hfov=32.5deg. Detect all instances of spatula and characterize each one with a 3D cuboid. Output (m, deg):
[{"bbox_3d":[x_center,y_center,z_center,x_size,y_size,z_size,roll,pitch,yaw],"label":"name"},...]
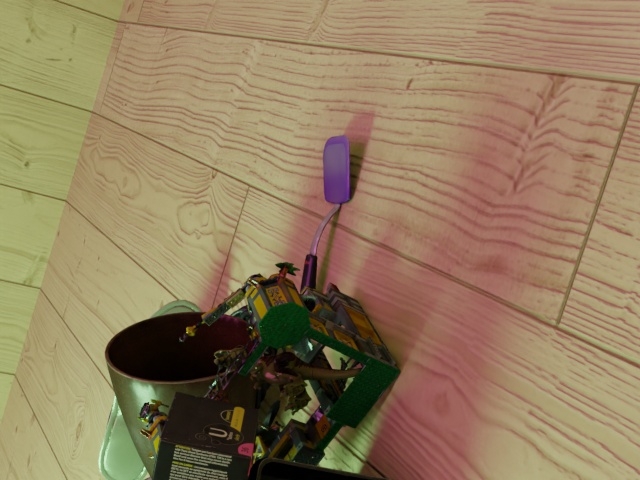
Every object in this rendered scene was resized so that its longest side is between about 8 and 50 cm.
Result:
[{"bbox_3d":[0.000,0.000,1.542,0.084,0.030,0.296,6,83,64],"label":"spatula"}]

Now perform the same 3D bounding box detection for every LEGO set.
[{"bbox_3d":[-0.074,0.163,1.367,0.331,0.255,0.192,-61,29,19],"label":"LEGO set"}]

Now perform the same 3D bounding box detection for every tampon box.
[{"bbox_3d":[-0.133,0.270,1.205,0.120,0.101,0.161,-88,11,-72],"label":"tampon box"}]

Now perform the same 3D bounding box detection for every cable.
[{"bbox_3d":[-0.106,0.177,1.650,0.184,0.047,0.150,38,116,57],"label":"cable"}]

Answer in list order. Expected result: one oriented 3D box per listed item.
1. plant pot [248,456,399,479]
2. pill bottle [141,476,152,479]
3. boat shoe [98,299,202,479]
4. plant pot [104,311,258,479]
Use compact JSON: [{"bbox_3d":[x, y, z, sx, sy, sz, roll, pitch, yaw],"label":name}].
[{"bbox_3d":[-0.013,0.343,1.243,0.167,0.188,0.187,165,117,-75],"label":"plant pot"},{"bbox_3d":[-0.247,0.426,1.696,0.221,0.124,0.124,-33,48,53],"label":"pill bottle"},{"bbox_3d":[-0.281,0.247,1.866,0.113,0.127,0.340,-92,20,-79],"label":"boat shoe"},{"bbox_3d":[-0.184,0.249,1.545,0.215,0.215,0.230,-137,41,-60],"label":"plant pot"}]
